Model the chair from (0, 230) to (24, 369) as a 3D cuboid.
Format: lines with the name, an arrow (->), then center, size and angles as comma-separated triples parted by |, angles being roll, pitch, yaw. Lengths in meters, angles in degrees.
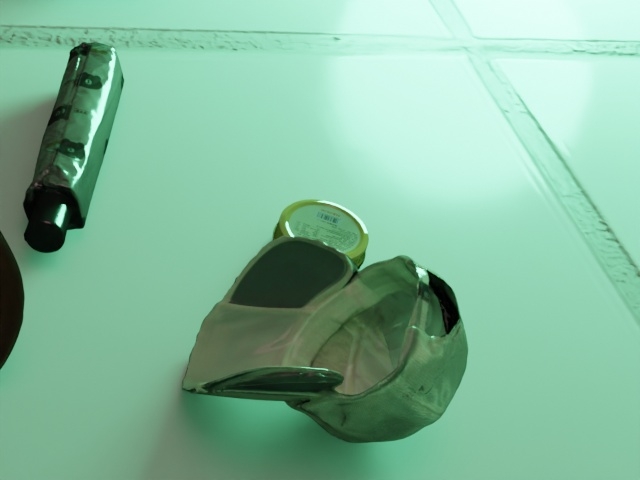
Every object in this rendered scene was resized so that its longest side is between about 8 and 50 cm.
chair -> -0.456, -0.026, 1.207 | 0.401, 0.226, 0.226 | 34, 42, 17

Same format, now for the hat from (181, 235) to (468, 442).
hat -> 0.002, 0.111, 1.293 | 0.275, 0.161, 0.232 | -5, 27, 8

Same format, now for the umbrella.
umbrella -> -0.269, -0.106, 1.490 | 0.067, 0.073, 0.337 | -13, 39, 13

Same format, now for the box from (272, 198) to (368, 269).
box -> 0.000, 0.000, 1.496 | 0.105, 0.037, 0.105 | 10, 39, -9
